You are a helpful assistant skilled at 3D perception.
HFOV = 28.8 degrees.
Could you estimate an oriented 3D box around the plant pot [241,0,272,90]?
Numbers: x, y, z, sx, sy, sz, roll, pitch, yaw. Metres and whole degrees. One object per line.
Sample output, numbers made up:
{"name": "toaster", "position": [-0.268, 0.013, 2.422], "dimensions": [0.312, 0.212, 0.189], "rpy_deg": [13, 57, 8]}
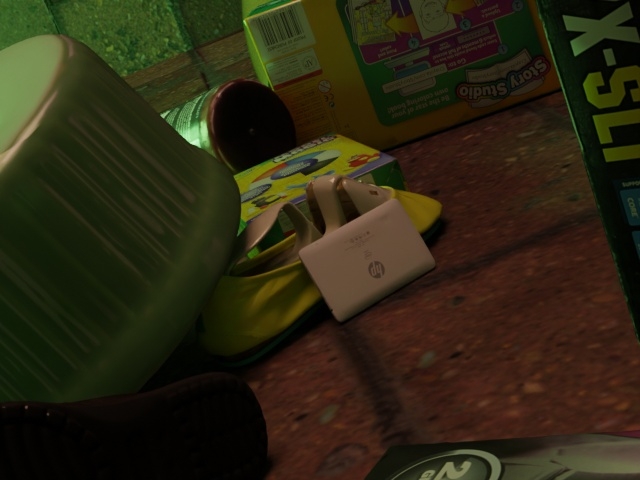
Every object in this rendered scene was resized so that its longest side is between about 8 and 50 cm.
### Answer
{"name": "plant pot", "position": [0.011, -0.228, 1.370], "dimensions": [0.237, 0.237, 0.254], "rpy_deg": [-17, 30, 18]}

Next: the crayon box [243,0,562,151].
{"name": "crayon box", "position": [0.086, -0.187, 1.187], "dimensions": [0.278, 0.165, 0.081], "rpy_deg": [-18, 16, 11]}

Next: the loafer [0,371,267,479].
{"name": "loafer", "position": [-0.124, 0.117, 0.590], "dimensions": [0.220, 0.080, 0.078], "rpy_deg": [-3, -14, -45]}

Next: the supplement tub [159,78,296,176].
{"name": "supplement tub", "position": [-0.119, -0.081, 1.205], "dimensions": [0.198, 0.106, 0.106], "rpy_deg": [-17, 14, 49]}

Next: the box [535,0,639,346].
{"name": "box", "position": [0.198, -0.067, 0.479], "dimensions": [0.079, 0.257, 0.322], "rpy_deg": [-10, 19, 38]}

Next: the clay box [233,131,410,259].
{"name": "clay box", "position": [-0.017, -0.037, 1.037], "dimensions": [0.127, 0.053, 0.222], "rpy_deg": [-25, 17, -9]}

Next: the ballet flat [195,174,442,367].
{"name": "ballet flat", "position": [0.000, 0.000, 0.848], "dimensions": [0.231, 0.077, 0.077], "rpy_deg": [-34, 20, -37]}

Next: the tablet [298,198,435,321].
{"name": "tablet", "position": [0.031, 0.012, 0.813], "dimensions": [0.083, 0.054, 0.006], "rpy_deg": [-29, -4, -24]}

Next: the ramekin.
{"name": "ramekin", "position": [-0.215, 0.006, 0.805], "dimensions": [0.303, 0.148, 0.303], "rpy_deg": [-30, 30, 19]}

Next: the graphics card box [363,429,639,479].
{"name": "graphics card box", "position": [0.132, 0.125, 0.239], "dimensions": [0.371, 0.094, 0.233], "rpy_deg": [-11, 19, 36]}
